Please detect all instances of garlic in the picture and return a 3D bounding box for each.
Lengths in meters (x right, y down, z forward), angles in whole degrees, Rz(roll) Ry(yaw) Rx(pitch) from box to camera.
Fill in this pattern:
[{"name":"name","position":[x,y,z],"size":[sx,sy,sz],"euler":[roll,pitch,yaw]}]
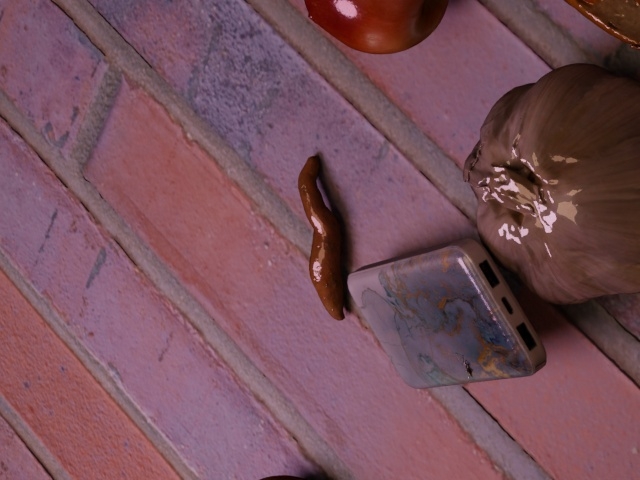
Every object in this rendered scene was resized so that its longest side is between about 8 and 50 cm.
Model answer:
[{"name":"garlic","position":[0.225,-0.047,1.808],"size":[0.228,0.152,0.227],"euler":[12,110,35]}]

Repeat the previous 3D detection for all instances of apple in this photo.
[{"name":"apple","position":[0.053,-0.258,1.901],"size":[0.139,0.163,0.163],"euler":[26,121,20]}]

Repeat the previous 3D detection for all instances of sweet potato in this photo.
[{"name":"sweet potato","position":[0.004,0.000,2.114],"size":[0.044,0.044,0.179],"euler":[-1,103,44]}]

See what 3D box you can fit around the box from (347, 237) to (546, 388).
[{"name":"box","position":[0.119,0.075,1.949],"size":[0.142,0.044,0.285],"euler":[60,158,-5]}]

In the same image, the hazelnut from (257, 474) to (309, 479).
[{"name":"hazelnut","position":[-0.046,0.336,2.200],"size":[0.143,0.143,0.154],"euler":[17,115,39]}]

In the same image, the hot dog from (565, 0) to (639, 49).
[{"name":"hot dog","position":[0.203,-0.311,1.769],"size":[0.349,0.117,0.158],"euler":[43,128,26]}]
